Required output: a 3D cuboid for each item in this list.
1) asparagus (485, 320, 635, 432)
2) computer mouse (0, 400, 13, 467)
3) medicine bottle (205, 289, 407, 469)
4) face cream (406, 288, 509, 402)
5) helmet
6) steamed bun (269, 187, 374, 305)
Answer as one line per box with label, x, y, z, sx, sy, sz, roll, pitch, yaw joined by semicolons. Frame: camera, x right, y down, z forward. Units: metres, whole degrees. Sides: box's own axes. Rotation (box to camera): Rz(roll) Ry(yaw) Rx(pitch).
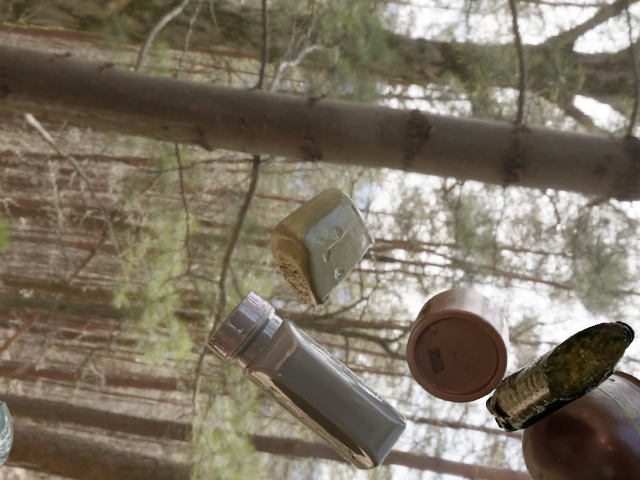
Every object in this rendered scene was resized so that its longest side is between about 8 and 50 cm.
asparagus;0.445;0.263;1.331;0.382;0.128;0.108;116;-41;-57
computer mouse;-0.727;0.454;1.527;0.288;0.097;0.160;25;-82;67
medicine bottle;-0.022;0.205;1.024;0.111;0.296;0.161;-49;-176;-15
face cream;0.210;0.158;1.063;0.104;0.149;0.149;-43;144;-69
helmet;0.575;0.466;1.494;0.385;0.230;0.338;58;-48;42
steamed bun;0.000;0.000;1.548;0.225;0.170;0.200;-38;123;-29
